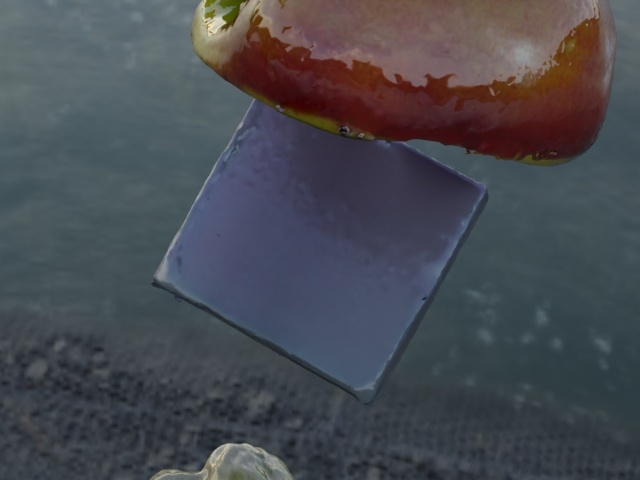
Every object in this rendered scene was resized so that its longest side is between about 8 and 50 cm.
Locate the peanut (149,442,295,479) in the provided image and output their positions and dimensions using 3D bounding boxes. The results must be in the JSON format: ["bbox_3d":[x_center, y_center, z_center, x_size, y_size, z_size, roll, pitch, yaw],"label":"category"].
[{"bbox_3d":[-0.136,0.377,1.912,0.233,0.110,0.197,-18,59,-12],"label":"peanut"}]

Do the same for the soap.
[{"bbox_3d":[0.000,0.000,1.597,0.296,0.107,0.285,30,85,11],"label":"soap"}]

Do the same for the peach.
[{"bbox_3d":[0.106,-0.210,1.281,0.380,0.242,0.306,11,17,-34],"label":"peach"}]
